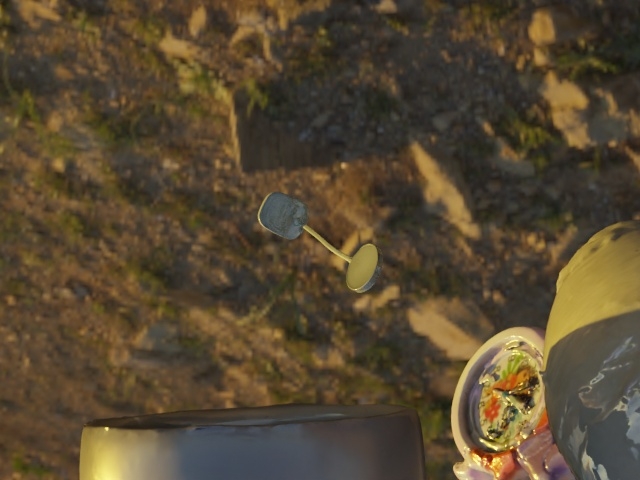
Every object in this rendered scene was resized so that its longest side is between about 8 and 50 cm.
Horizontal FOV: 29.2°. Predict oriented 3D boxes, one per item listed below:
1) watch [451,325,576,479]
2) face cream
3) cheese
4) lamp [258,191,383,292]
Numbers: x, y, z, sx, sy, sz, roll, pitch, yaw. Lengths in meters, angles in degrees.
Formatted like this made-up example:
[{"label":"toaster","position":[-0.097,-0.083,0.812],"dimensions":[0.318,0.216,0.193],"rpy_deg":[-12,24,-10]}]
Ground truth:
[{"label":"watch","position":[0.267,0.192,1.138],"dimensions":[0.231,0.196,0.244],"rpy_deg":[30,138,-32]},{"label":"face cream","position":[-0.029,0.179,0.586],"dimensions":[0.175,0.195,0.175],"rpy_deg":[-1,175,0]},{"label":"cheese","position":[0.202,0.088,0.629],"dimensions":[0.154,0.189,0.198],"rpy_deg":[-42,91,3]},{"label":"lamp","position":[0.000,0.000,1.286],"dimensions":[0.056,0.198,0.050],"rpy_deg":[27,93,-33]}]
